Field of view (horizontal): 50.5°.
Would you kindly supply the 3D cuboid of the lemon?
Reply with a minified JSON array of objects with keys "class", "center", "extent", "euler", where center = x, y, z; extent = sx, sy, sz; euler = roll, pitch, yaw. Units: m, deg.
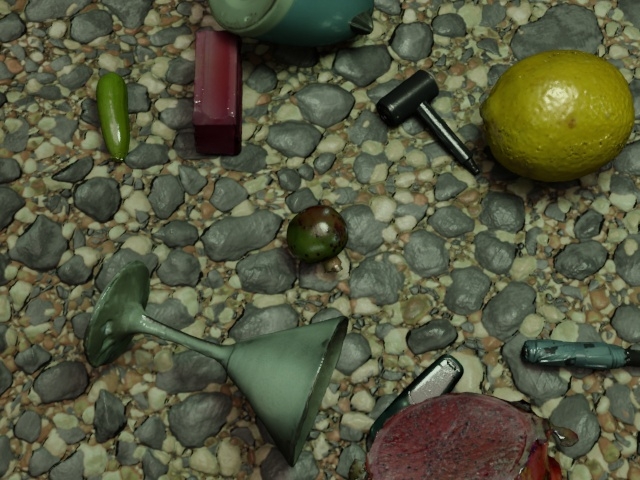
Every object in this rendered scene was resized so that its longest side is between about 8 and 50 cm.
[{"class":"lemon","center":[0.453,-0.241,1.322],"extent":[0.310,0.258,0.258],"euler":[-3,71,-15]}]

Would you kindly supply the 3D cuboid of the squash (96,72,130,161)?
[{"class":"squash","center":[-0.433,-0.259,1.425],"extent":[0.066,0.066,0.201],"euler":[-8,78,-3]}]

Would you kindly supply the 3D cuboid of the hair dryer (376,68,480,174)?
[{"class":"hair dryer","center":[0.237,-0.229,1.423],"extent":[0.128,0.070,0.255],"euler":[-35,80,-11]}]

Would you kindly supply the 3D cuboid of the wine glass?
[{"class":"wine glass","center":[-0.180,0.195,1.189],"extent":[0.405,0.267,0.267],"euler":[18,72,11]}]

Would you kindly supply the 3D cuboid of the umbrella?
[{"class":"umbrella","center":[0.506,0.214,1.277],"extent":[0.250,0.053,0.052],"euler":[3,71,1]}]

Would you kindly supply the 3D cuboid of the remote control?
[{"class":"remote control","center":[0.180,0.299,1.251],"extent":[0.072,0.042,0.222],"euler":[42,76,15]}]

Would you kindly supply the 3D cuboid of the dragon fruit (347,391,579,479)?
[{"class":"dragon fruit","center":[0.249,0.428,1.089],"extent":[0.296,0.314,0.263],"euler":[-42,119,-41]}]

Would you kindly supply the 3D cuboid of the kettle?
[{"class":"kettle","center":[-0.047,-0.540,1.411],"extent":[0.319,0.342,0.247],"euler":[52,123,29]}]

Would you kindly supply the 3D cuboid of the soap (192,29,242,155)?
[{"class":"soap","center":[-0.213,-0.318,1.392],"extent":[0.099,0.162,0.250],"euler":[-1,72,-1]}]

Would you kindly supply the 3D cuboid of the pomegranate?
[{"class":"pomegranate","center":[-0.002,-0.008,1.317],"extent":[0.130,0.130,0.130],"euler":[0,71,0]}]
